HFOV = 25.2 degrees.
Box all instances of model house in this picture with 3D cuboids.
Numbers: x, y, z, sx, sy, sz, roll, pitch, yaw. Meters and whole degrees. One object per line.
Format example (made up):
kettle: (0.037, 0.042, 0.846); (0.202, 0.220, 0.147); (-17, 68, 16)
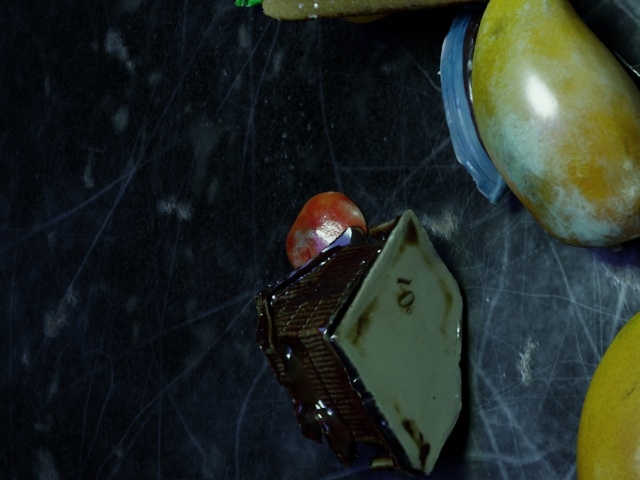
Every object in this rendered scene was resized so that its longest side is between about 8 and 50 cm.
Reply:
model house: (0.057, 0.165, 2.096); (0.282, 0.297, 0.317); (-20, 105, 52)

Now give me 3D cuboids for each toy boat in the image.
toy boat: (0.232, -0.201, 2.024); (0.142, 0.129, 0.309); (131, 136, -66)

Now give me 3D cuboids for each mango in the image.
mango: (0.307, -0.164, 1.837); (0.384, 0.198, 0.221); (71, 160, 3)
mango: (0.422, 0.236, 1.666); (0.263, 0.221, 0.378); (-17, 60, 48)

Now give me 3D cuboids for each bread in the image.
bread: (0.129, -0.383, 2.028); (0.416, 0.165, 0.113); (-3, 103, 25)

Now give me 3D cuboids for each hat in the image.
hat: (0.421, -0.204, 1.857); (0.050, 0.121, 0.121); (-34, 50, -7)

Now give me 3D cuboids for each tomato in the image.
tomato: (0.000, 0.000, 2.255); (0.155, 0.069, 0.156); (-10, 76, 44)

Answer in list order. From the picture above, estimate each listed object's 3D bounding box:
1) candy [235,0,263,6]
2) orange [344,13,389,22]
candy: (-0.051, -0.475, 2.402); (0.203, 0.078, 0.141); (-8, 87, 33)
orange: (0.068, -0.415, 2.218); (0.156, 0.134, 0.157); (1, 102, 6)
